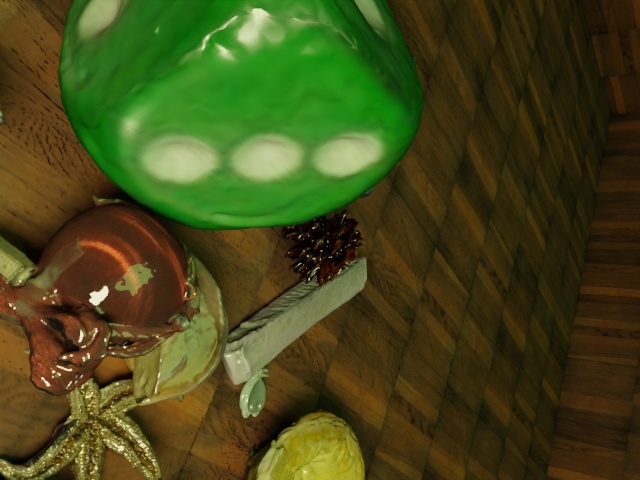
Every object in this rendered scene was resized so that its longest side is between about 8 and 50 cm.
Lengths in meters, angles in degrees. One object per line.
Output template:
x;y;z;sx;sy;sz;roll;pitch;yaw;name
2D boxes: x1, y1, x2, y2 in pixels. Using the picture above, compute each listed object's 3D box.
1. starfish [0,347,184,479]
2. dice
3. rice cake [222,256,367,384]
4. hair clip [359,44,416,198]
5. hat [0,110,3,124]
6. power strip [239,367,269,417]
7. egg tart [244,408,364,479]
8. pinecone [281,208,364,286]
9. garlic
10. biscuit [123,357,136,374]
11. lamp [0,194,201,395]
-0.261;0.207;0.715;0.213;0.057;0.238;-38;114;-39;starfish
-0.081;-0.199;0.682;0.297;0.300;0.287;29;42;-51;dice
-0.035;0.113;1.012;0.365;0.056;0.073;-33;123;-48;rice cake
0.044;-0.228;1.008;0.206;0.194;0.310;52;50;-50;hair clip
-0.420;-0.092;0.439;0.301;0.168;0.258;-58;156;-1;hat
-0.098;0.232;0.953;0.055;0.035;0.083;14;82;-53;power strip
-0.043;0.416;0.962;0.315;0.120;0.315;2;88;-54;egg tart
0.000;0.001;0.999;0.121;0.140;0.140;39;56;-14;pinecone
-0.164;0.106;0.760;0.101;0.087;0.195;22;69;-44;garlic
-0.220;0.089;0.785;0.144;0.040;0.236;-60;138;-41;biscuit
-0.233;0.032;0.630;0.151;0.215;0.223;-60;170;17;lamp
